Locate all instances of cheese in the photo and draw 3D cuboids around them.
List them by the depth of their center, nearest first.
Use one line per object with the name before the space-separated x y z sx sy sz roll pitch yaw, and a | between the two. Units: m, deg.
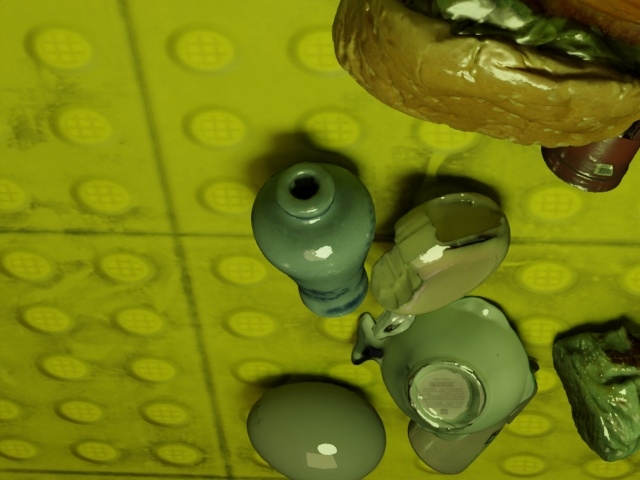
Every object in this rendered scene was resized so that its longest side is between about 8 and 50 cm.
cheese | 0.124 0.047 1.796 0.163 0.082 0.286 -11 152 -28

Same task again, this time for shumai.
shumai | 0.395 0.184 1.975 0.141 0.184 0.184 -19 143 -3

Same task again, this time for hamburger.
hamburger | 0.155 -0.196 1.350 0.329 0.162 0.209 14 171 13

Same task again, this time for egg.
egg | -0.005 0.271 2.105 0.198 0.146 0.146 17 143 -6

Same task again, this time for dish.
dish | 0.156 0.178 1.954 0.246 0.078 0.224 15 119 6

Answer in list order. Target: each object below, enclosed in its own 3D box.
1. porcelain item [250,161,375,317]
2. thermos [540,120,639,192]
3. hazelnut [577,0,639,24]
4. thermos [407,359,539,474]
porcelain item | 0.000 0.000 1.743 0.141 0.141 0.259 -2 152 9
thermos | 0.309 -0.156 1.498 0.098 0.124 0.232 7 138 -17
hazelnut | 0.267 -0.329 1.120 0.372 0.315 0.372 9 119 16
thermos | 0.226 0.227 2.073 0.137 0.105 0.193 6 137 -34
